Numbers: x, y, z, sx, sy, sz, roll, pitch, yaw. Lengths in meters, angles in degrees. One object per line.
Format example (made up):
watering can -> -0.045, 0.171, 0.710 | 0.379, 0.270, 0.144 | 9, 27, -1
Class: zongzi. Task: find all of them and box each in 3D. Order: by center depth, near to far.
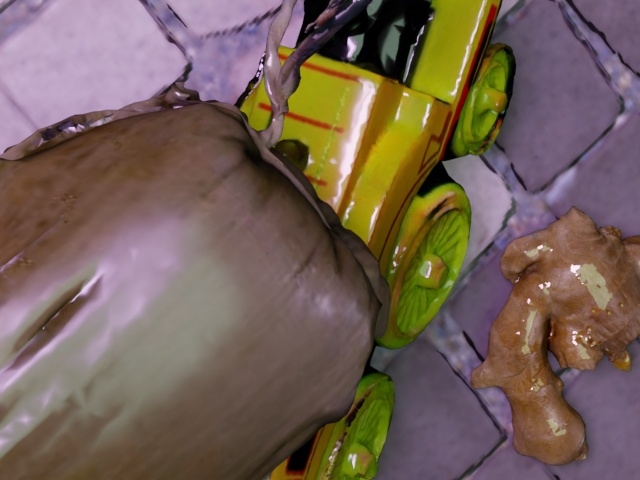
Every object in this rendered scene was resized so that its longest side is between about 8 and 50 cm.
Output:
zongzi -> -0.124, 0.080, 0.592 | 0.447, 0.418, 0.181 | -35, 98, 20

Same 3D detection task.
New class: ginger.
ginger -> 0.177, 0.046, 0.936 | 0.193, 0.052, 0.176 | -40, 113, -9

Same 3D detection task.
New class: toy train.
toy train -> 0.000, 0.000, 0.809 | 0.100, 0.160, 0.296 | 19, 91, 22
